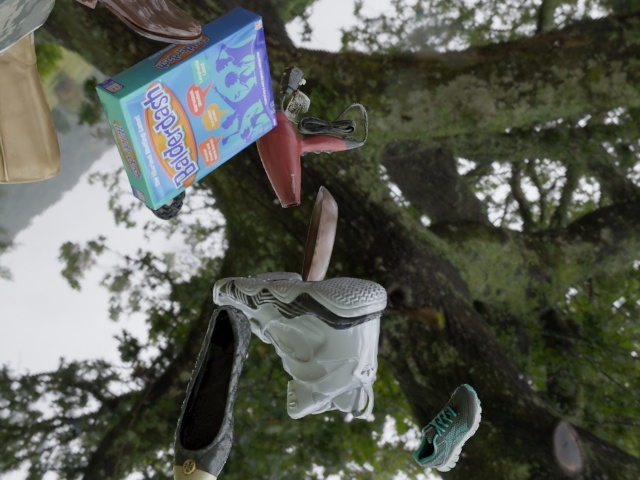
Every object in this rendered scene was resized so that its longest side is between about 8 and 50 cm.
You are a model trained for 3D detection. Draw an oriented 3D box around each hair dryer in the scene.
[{"bbox_3d":[-0.023,-0.196,1.472,0.293,0.224,0.080,-65,-166,-20],"label":"hair dryer"}]

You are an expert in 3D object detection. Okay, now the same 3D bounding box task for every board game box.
[{"bbox_3d":[-0.147,-0.157,0.878,0.047,0.160,0.210,31,-123,31],"label":"board game box"}]

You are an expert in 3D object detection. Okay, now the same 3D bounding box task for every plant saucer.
[{"bbox_3d":[0.000,0.000,1.354,0.198,0.036,0.198,-169,-90,-84],"label":"plant saucer"}]

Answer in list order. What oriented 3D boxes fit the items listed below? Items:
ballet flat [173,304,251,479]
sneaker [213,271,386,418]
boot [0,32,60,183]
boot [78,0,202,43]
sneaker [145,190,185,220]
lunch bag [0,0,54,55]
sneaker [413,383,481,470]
[{"bbox_3d":[-0.103,0.141,0.666,0.058,0.049,0.173,3,-112,20],"label":"ballet flat"},{"bbox_3d":[-0.047,0.163,1.187,0.366,0.137,0.210,1,-86,46],"label":"sneaker"},{"bbox_3d":[-0.511,-0.205,1.067,0.089,0.236,0.269,-111,-157,-49],"label":"boot"},{"bbox_3d":[-0.108,-0.196,0.488,0.114,0.106,0.037,-55,-149,33],"label":"boot"},{"bbox_3d":[-0.271,-0.154,1.377,0.106,0.078,0.234,17,-99,50],"label":"sneaker"},{"bbox_3d":[-0.379,-0.175,0.580,0.256,0.212,0.305,-30,-157,50],"label":"lunch bag"},{"bbox_3d":[0.207,0.314,1.226,0.065,0.076,0.166,39,-65,51],"label":"sneaker"}]
